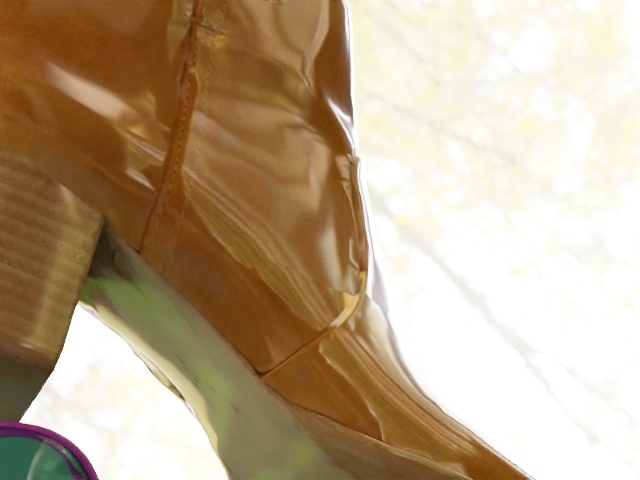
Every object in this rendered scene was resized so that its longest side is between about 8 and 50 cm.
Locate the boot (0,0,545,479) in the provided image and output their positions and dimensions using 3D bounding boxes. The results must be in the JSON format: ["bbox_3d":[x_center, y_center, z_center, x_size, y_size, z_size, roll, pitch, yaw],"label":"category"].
[{"bbox_3d":[-0.001,0.000,0.677,0.104,0.295,0.211,-41,-151,50],"label":"boot"}]

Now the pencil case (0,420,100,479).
[{"bbox_3d":[-0.113,0.121,0.610,0.151,0.070,0.064,120,-12,-50],"label":"pencil case"}]
